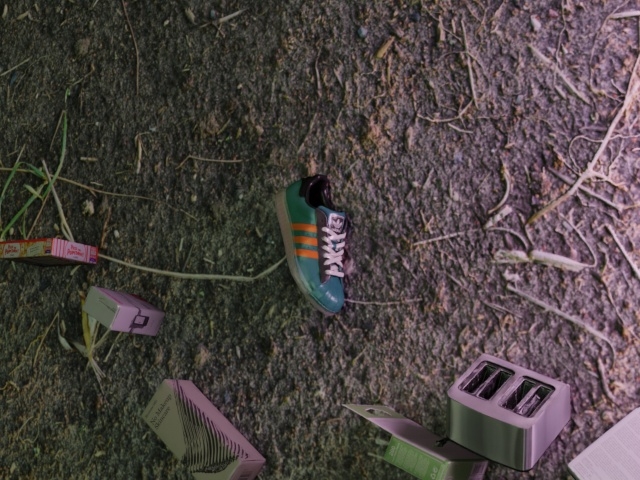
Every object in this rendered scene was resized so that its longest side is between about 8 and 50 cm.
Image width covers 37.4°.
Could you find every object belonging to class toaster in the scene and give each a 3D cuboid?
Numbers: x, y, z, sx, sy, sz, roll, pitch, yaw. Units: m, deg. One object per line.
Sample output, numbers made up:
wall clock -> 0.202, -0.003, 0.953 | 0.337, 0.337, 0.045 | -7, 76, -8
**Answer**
toaster -> 0.310, 0.292, 1.602 | 0.168, 0.186, 0.110 | 19, 129, 35

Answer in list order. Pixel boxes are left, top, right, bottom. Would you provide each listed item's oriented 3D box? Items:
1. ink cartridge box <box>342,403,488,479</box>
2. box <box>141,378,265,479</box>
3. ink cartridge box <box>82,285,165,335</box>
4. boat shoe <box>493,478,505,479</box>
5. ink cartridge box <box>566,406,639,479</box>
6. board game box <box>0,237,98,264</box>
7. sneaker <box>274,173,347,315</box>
ink cartridge box -> 0.162, 0.366, 1.695 | 0.235, 0.171, 0.056 | 21, 92, 34
box -> -0.250, 0.418, 1.997 | 0.275, 0.094, 0.113 | 37, 101, 32
ink cartridge box -> -0.447, 0.161, 2.144 | 0.109, 0.150, 0.063 | 28, 95, 34
boat shoe -> 0.202, 0.518, 1.685 | 0.335, 0.112, 0.095 | -25, 54, 21
ink cartridge box -> 0.550, 0.370, 1.530 | 0.232, 0.066, 0.189 | -38, 60, -3
board game box -> -0.668, 0.031, 2.317 | 0.194, 0.147, 0.045 | -3, 79, 32
sneaker -> 0.000, 0.000, 1.915 | 0.121, 0.108, 0.302 | -33, 63, 28
